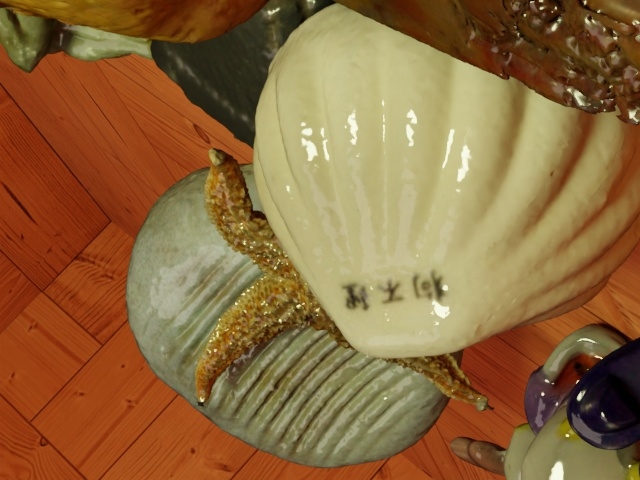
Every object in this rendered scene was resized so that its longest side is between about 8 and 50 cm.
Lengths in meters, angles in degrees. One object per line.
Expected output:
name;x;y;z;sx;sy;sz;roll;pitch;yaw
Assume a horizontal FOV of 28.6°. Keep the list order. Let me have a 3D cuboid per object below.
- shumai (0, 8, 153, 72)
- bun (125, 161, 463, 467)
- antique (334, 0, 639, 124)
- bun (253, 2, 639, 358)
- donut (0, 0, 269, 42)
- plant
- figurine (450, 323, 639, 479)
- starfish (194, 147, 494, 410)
shumai;-0.186;-0.279;1.042;0.222;0.203;0.272;-103;3;-60
bun;-0.017;0.064;1.280;0.362;0.362;0.211;46;-149;-15
antique;0.083;-0.153;0.643;0.310;0.093;0.087;33;165;37
bun;0.070;-0.009;0.772;0.263;0.175;0.263;11;148;7
donut;-0.092;-0.231;0.518;0.150;0.299;0.317;24;-167;27
plant;-0.030;-0.147;0.917;0.164;0.142;0.256;39;165;12
figurine;0.232;0.184;1.097;0.154;0.193;0.421;39;172;3
starfish;0.039;0.060;1.087;0.084;0.293;0.302;-89;5;-55
